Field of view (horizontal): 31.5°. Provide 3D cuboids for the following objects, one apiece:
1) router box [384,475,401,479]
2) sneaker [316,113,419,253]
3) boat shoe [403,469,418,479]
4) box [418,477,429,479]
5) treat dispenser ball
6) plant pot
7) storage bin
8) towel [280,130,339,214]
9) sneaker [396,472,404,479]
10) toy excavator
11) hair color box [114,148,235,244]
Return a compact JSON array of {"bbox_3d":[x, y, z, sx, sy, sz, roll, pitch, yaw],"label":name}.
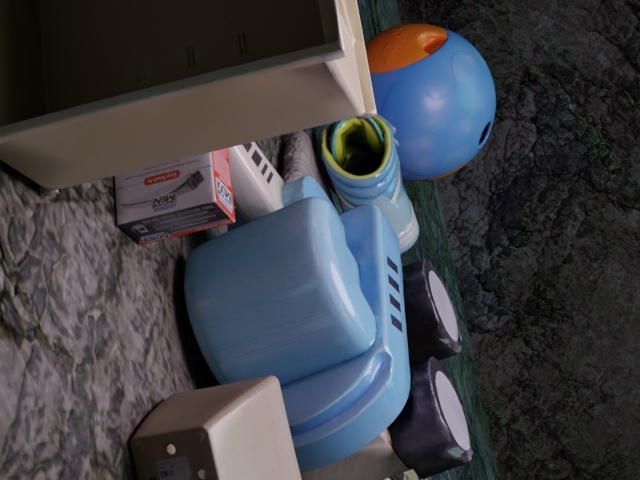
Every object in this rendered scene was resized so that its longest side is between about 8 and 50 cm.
[{"bbox_3d":[0.023,0.276,1.282,0.179,0.046,0.133,46,24,-22],"label":"router box"},{"bbox_3d":[0.053,-0.144,1.687,0.319,0.127,0.208,-115,-176,-47],"label":"sneaker"},{"bbox_3d":[0.122,0.425,1.606,0.285,0.104,0.089,62,21,-18],"label":"boat shoe"},{"bbox_3d":[0.144,0.395,1.809,0.169,0.054,0.059,-89,162,-49],"label":"box"},{"bbox_3d":[0.173,-0.248,2.059,0.288,0.288,0.288,-13,90,-77],"label":"treat dispenser ball"},{"bbox_3d":[-0.090,0.179,0.909,0.096,0.109,0.109,-14,90,-65],"label":"plant pot"},{"bbox_3d":[-0.114,-0.190,0.796,0.123,0.262,0.261,47,32,-67],"label":"storage bin"},{"bbox_3d":[0.000,0.000,1.603,0.187,0.049,0.282,-85,157,-58],"label":"towel"},{"bbox_3d":[0.040,0.200,1.454,0.130,0.109,0.286,8,67,-70],"label":"sneaker"},{"bbox_3d":[-0.045,-0.012,1.113,0.445,0.222,0.433,57,21,-35],"label":"toy excavator"},{"bbox_3d":[-0.133,-0.089,1.003,0.053,0.093,0.167,51,29,-62],"label":"hair color box"}]
